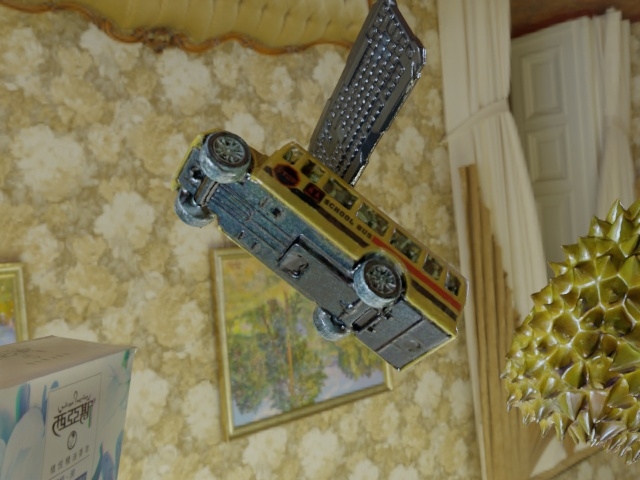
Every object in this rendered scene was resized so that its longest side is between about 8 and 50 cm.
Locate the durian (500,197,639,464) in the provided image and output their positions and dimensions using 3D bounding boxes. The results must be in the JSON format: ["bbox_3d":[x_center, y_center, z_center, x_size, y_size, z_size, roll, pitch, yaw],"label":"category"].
[{"bbox_3d":[0.268,0.094,0.545,0.153,0.261,0.186,-4,-163,-28],"label":"durian"}]

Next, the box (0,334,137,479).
[{"bbox_3d":[-0.298,0.212,0.626,0.116,0.203,0.274,6,178,7],"label":"box"}]

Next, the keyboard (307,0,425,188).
[{"bbox_3d":[0.039,-0.140,0.708,0.016,0.106,0.262,-12,154,-27],"label":"keyboard"}]

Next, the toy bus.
[{"bbox_3d":[0.000,0.000,0.705,0.123,0.335,0.121,-54,-176,-41],"label":"toy bus"}]
